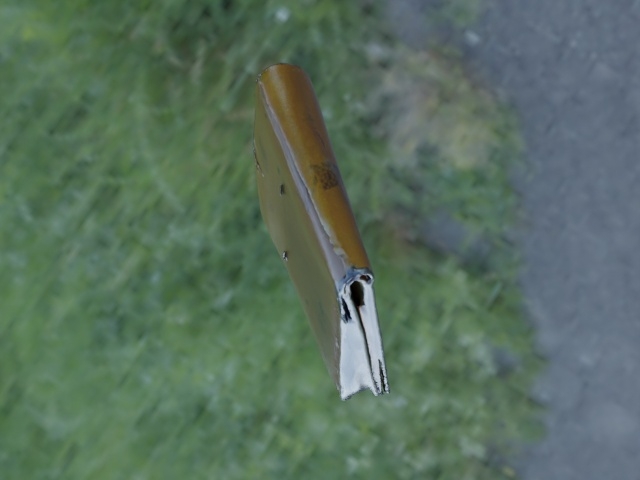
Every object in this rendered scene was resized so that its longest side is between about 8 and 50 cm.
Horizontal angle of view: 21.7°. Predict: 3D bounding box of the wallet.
[{"bbox_3d":[0.003,-0.002,1.048,0.195,0.042,0.161,87,161,-61],"label":"wallet"}]
